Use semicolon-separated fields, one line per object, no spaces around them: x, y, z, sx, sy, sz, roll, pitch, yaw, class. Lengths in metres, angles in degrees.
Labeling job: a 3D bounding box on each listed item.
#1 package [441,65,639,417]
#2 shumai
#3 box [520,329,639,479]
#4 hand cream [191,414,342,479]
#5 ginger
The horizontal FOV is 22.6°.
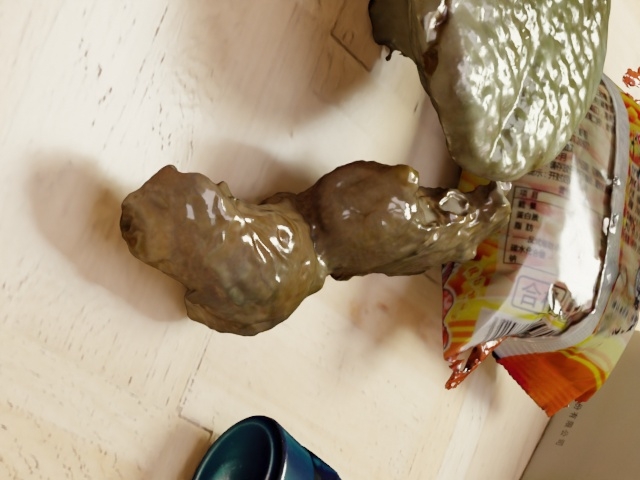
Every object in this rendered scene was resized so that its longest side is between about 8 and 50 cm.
0.171;-0.019;1.129;0.223;0.108;0.288;23;78;-53;package
0.088;-0.137;0.983;0.201;0.120;0.201;-10;102;-52;shumai
0.245;0.197;1.217;0.260;0.175;0.062;-58;139;-24;box
-0.002;0.206;1.015;0.120;0.061;0.270;-66;148;-24;hand cream
0.002;0.000;0.927;0.290;0.122;0.084;-4;70;-48;ginger
